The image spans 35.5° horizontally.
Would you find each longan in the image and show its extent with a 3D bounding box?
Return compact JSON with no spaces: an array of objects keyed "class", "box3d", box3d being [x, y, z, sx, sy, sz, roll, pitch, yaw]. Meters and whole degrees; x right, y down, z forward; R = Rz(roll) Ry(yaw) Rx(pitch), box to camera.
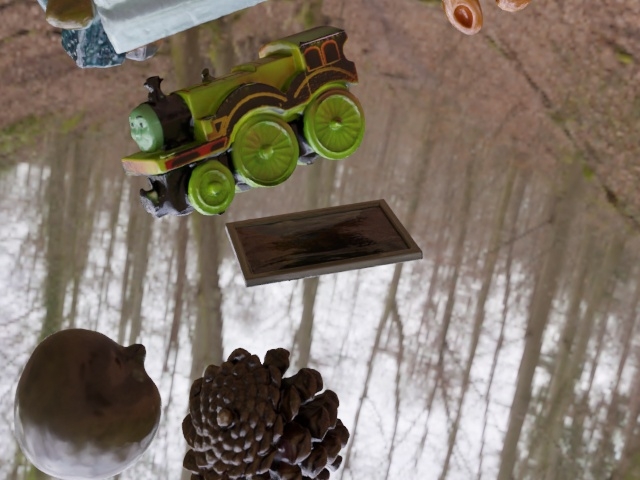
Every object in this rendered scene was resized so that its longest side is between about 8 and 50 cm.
[{"class":"longan","box3d":[-0.444,0.308,1.912,0.300,0.300,0.243,10,175,-6]}]

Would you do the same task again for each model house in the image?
[{"class":"model house","box3d":[-0.305,-0.344,1.288,0.184,0.253,0.291,19,-150,1]}]

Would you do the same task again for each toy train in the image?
[{"class":"toy train","box3d":[-0.080,-0.129,1.092,0.296,0.161,0.100,-27,-161,-32]}]

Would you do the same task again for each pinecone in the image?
[{"class":"pinecone","box3d":[-0.061,0.232,1.210,0.207,0.208,0.208,11,-163,-3]}]

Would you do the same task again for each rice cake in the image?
[{"class":"rice cake","box3d":[-0.067,-0.207,0.728,0.221,0.080,0.042,-17,-149,13]}]

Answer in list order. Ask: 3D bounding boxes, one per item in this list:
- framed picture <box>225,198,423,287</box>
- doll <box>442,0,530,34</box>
[{"class":"framed picture","box3d":[0.000,0.000,1.421,0.249,0.016,0.184,-8,-152,-10]},{"class":"doll","box3d":[0.091,-0.265,0.801,0.220,0.143,0.135,27,-163,-12]}]
